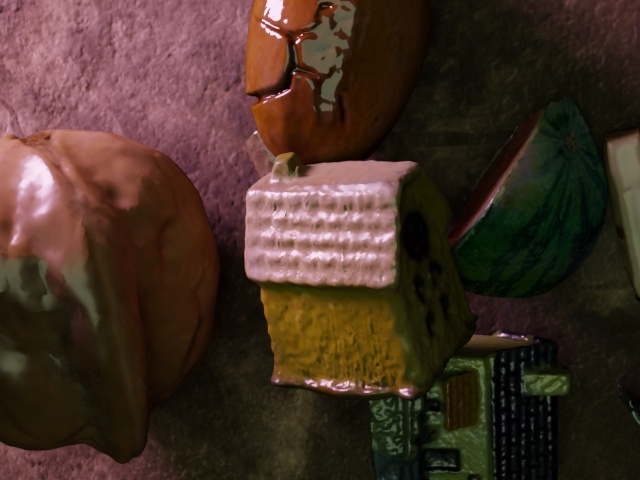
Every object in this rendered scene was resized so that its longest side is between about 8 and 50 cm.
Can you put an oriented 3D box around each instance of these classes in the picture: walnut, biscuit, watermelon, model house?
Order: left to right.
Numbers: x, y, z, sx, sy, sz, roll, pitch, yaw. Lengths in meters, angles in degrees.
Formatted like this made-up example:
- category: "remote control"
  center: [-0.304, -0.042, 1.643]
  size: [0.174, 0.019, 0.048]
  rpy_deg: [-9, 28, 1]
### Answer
- category: "walnut"
  center: [-0.299, 0.056, 1.129]
  size: [0.383, 0.383, 0.384]
  rpy_deg: [3, 102, 16]
- category: "walnut"
  center: [0.013, -0.193, 1.058]
  size: [0.203, 0.203, 0.298]
  rpy_deg: [8, 97, 15]
- category: "model house"
  center: [0.030, 0.025, 1.001]
  size: [0.193, 0.175, 0.234]
  rpy_deg: [0, 121, 34]
- category: "model house"
  center: [0.176, 0.211, 1.105]
  size: [0.211, 0.170, 0.194]
  rpy_deg: [-1, 99, 16]
- category: "watermelon"
  center: [0.243, -0.024, 1.068]
  size: [0.146, 0.128, 0.231]
  rpy_deg: [33, 115, -5]
- category: "biscuit"
  center: [0.347, -0.028, 1.064]
  size: [0.052, 0.056, 0.188]
  rpy_deg: [-12, 96, 19]

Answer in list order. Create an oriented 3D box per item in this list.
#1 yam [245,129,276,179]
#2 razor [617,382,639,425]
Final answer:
- category: "yam"
  center: [0.000, 0.000, 1.169]
  size: [0.066, 0.066, 0.300]
  rpy_deg: [-27, 92, 20]
- category: "razor"
  center: [0.416, 0.104, 1.066]
  size: [0.068, 0.106, 0.232]
  rpy_deg: [34, 97, 7]
